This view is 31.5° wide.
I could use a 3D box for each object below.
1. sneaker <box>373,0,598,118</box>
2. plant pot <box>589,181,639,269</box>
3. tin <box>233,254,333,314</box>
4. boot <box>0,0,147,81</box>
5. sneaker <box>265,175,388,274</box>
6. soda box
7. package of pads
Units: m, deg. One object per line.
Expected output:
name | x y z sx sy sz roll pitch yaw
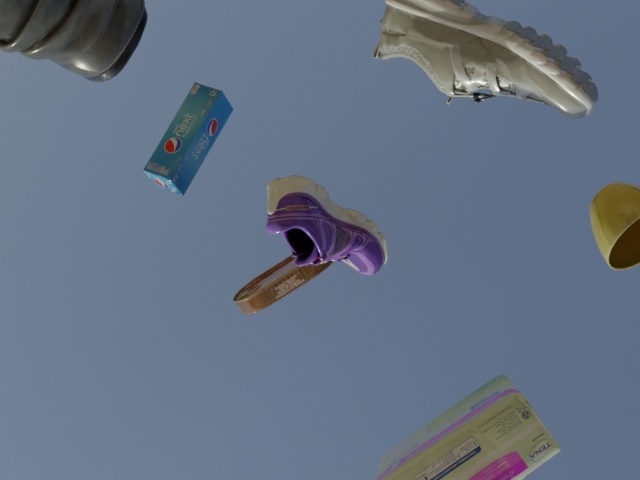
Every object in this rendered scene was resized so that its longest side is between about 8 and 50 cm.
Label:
sneaker | 0.191 -0.205 1.332 0.281 0.115 0.105 31 -156 19
plant pot | 0.470 -0.035 1.749 0.134 0.134 0.095 -32 -126 -3
tin | -0.058 0.061 1.889 0.189 0.040 0.106 -32 -173 2
boot | -0.180 -0.268 0.668 0.222 0.338 0.118 -4 -151 -47
sneaker | 0.000 0.000 1.098 0.068 0.170 0.071 -4 -115 41
soda box | -0.254 -0.196 2.195 0.067 0.071 0.210 20 -108 26
package of pads | 0.182 0.284 1.481 0.229 0.296 0.101 -35 -95 3
